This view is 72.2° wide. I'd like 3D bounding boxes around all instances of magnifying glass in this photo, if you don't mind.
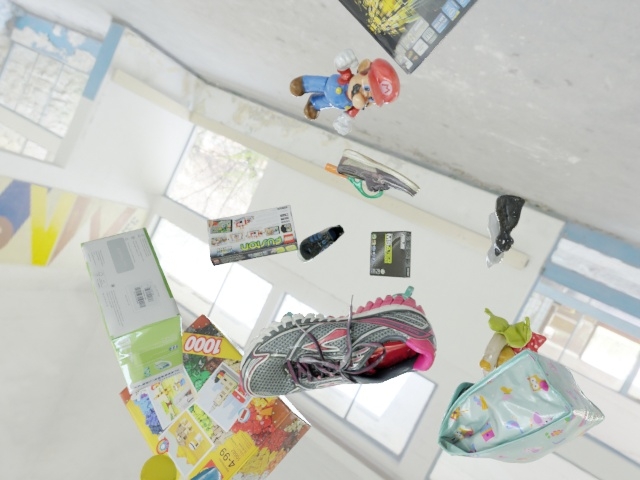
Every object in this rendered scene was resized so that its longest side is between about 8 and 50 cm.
[{"bbox_3d":[0.117,-0.211,1.484,0.231,0.092,0.026,25,-159,21],"label":"magnifying glass"}]

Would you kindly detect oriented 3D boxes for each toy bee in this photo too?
[{"bbox_3d":[-0.195,0.388,0.597,0.162,0.298,0.195,-25,-120,-28],"label":"toy bee"}]

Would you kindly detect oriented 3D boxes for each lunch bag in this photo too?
[{"bbox_3d":[0.386,0.354,0.881,0.223,0.262,0.160,25,-149,-39],"label":"lunch bag"}]

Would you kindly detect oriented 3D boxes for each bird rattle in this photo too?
[{"bbox_3d":[0.525,0.308,1.251,0.143,0.207,0.253,27,167,41],"label":"bird rattle"}]

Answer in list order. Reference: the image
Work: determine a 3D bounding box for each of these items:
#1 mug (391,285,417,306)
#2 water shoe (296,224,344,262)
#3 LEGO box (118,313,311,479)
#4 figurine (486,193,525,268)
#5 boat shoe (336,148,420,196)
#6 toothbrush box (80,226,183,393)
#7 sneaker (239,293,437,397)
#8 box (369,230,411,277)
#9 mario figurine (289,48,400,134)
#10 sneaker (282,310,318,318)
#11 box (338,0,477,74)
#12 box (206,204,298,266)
[{"bbox_3d":[0.323,0.263,1.768,0.129,0.158,0.097,-10,164,12],"label":"mug"},{"bbox_3d":[0.000,0.000,1.464,0.080,0.203,0.073,-29,97,49],"label":"water shoe"},{"bbox_3d":[-0.339,0.536,1.381,0.500,0.372,0.193,34,162,37],"label":"LEGO box"},{"bbox_3d":[0.629,-0.020,1.531,0.092,0.210,0.215,14,160,14],"label":"figurine"},{"bbox_3d":[0.173,-0.193,1.365,0.285,0.092,0.103,31,-174,24],"label":"boat shoe"},{"bbox_3d":[-0.363,0.146,0.869,0.122,0.283,0.206,-17,-120,-28],"label":"toothbrush box"},{"bbox_3d":[0.019,0.166,0.645,0.112,0.299,0.121,-96,-14,-67],"label":"sneaker"},{"bbox_3d":[0.287,0.056,1.806,0.045,0.191,0.184,4,178,-42],"label":"box"},{"bbox_3d":[0.058,-0.382,1.152,0.320,0.170,0.198,5,-179,40],"label":"mario figurine"},{"bbox_3d":[-0.036,0.303,1.520,0.107,0.110,0.275,41,168,-34],"label":"sneaker"},{"bbox_3d":[0.196,-0.579,0.866,0.318,0.097,0.395,44,151,-5],"label":"box"},{"bbox_3d":[-0.163,-0.013,1.050,0.206,0.114,0.036,-10,150,-3],"label":"box"}]
